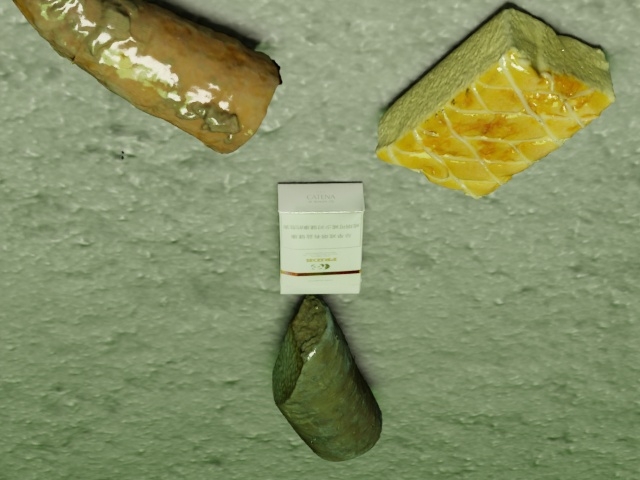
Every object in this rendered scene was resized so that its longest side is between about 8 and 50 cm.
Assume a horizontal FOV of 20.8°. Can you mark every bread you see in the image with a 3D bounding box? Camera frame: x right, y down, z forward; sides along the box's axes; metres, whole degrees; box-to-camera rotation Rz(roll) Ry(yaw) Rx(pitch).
[{"bbox_3d":[0.152,-0.114,1.524,0.125,0.068,0.188,20,142,-30],"label":"bread"}]

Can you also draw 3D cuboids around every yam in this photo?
[{"bbox_3d":[-0.003,0.154,1.904,0.106,0.106,0.259,-9,146,12],"label":"yam"}]

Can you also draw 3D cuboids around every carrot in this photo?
[{"bbox_3d":[-0.158,-0.166,1.429,0.263,0.102,0.102,29,137,-30],"label":"carrot"}]

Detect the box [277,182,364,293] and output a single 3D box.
[{"bbox_3d":[0.000,0.000,1.723,0.084,0.040,0.154,-3,148,-2],"label":"box"}]
